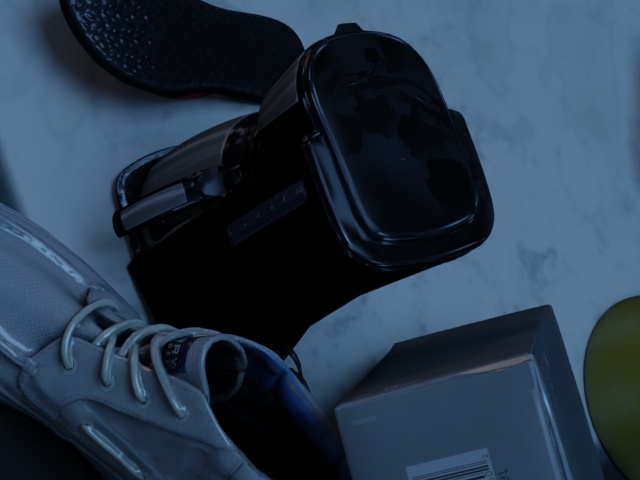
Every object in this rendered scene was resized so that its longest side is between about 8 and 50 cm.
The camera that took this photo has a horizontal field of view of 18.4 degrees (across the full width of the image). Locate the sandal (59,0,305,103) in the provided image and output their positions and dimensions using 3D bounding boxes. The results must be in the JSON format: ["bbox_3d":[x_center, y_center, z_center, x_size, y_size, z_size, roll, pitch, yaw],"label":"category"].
[{"bbox_3d":[-0.078,-0.104,1.080,0.179,0.040,0.067,12,71,-49],"label":"sandal"}]

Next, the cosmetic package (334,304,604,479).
[{"bbox_3d":[0.082,0.111,0.984,0.238,0.107,0.127,-30,104,-77],"label":"cosmetic package"}]

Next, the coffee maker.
[{"bbox_3d":[0.000,0.000,1.000,0.171,0.178,0.120,54,51,-7],"label":"coffee maker"}]

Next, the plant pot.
[{"bbox_3d":[0.243,0.085,1.202,0.134,0.095,0.134,15,64,-33],"label":"plant pot"}]

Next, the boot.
[{"bbox_3d":[-0.087,0.055,0.949,0.258,0.123,0.095,42,53,-16],"label":"boot"}]
